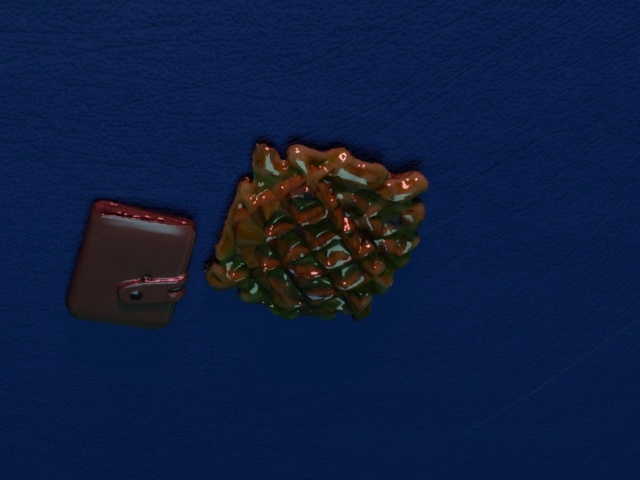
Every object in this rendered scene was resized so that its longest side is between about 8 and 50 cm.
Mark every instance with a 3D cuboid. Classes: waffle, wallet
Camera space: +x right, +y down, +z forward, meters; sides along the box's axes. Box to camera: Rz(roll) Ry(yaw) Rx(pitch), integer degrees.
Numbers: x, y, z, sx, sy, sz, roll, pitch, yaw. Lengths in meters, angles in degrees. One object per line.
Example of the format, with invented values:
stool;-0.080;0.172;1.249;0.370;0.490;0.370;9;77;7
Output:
waffle;0.001;0.002;1.302;0.204;0.054;0.223;10;128;-20
wallet;-0.192;0.030;1.301;0.118;0.038;0.152;9;128;-16
